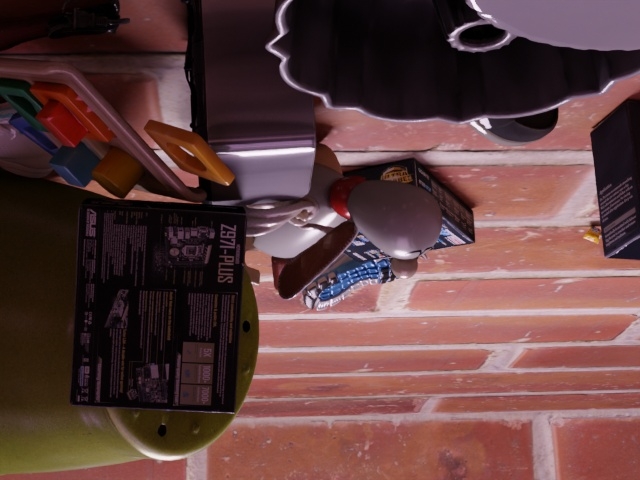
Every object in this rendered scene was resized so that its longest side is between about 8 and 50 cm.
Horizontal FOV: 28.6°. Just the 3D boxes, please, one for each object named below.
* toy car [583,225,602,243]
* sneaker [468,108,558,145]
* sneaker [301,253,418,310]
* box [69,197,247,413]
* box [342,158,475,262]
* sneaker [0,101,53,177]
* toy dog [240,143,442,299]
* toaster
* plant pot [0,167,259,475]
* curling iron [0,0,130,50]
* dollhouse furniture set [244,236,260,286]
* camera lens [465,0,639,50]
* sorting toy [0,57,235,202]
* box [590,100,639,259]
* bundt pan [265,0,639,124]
[{"bbox_3d":[0.431,-0.025,1.749,0.122,0.060,0.040,8,-149,22],"label":"toy car"},{"bbox_3d":[0.192,-0.157,1.209,0.118,0.083,0.222,-18,155,40],"label":"sneaker"},{"bbox_3d":[0.050,0.026,1.797,0.190,0.083,0.071,-20,137,-12],"label":"sneaker"},{"bbox_3d":[-0.144,0.056,1.124,0.147,0.180,0.077,3,-174,-6],"label":"box"},{"bbox_3d":[0.083,-0.033,1.629,0.175,0.051,0.220,-11,160,24],"label":"box"},{"bbox_3d":[-0.349,-0.118,1.300,0.212,0.080,0.094,2,159,-44],"label":"sneaker"},{"bbox_3d":[0.000,0.000,1.337,0.220,0.161,0.334,-9,-164,-10],"label":"toy dog"},{"bbox_3d":[-0.066,-0.135,1.120,0.110,0.168,0.186,-3,163,-4],"label":"toaster"},{"bbox_3d":[-0.268,0.098,1.356,0.353,0.366,0.366,3,168,37],"label":"plant pot"},{"bbox_3d":[-0.304,-0.187,1.128,0.274,0.035,0.068,-6,180,14],"label":"curling iron"},{"bbox_3d":[-0.235,0.126,1.837,0.152,0.201,0.374,8,160,-28],"label":"dollhouse furniture set"},{"bbox_3d":[0.151,-0.256,0.592,0.219,0.274,0.219,-2,162,-1],"label":"camera lens"},{"bbox_3d":[-0.216,-0.090,1.114,0.347,0.047,0.196,12,155,50],"label":"sorting toy"},{"bbox_3d":[0.397,-0.062,1.402,0.156,0.158,0.093,4,160,-16],"label":"box"},{"bbox_3d":[0.119,-0.210,0.969,0.331,0.124,0.331,-3,161,-1],"label":"bundt pan"}]
